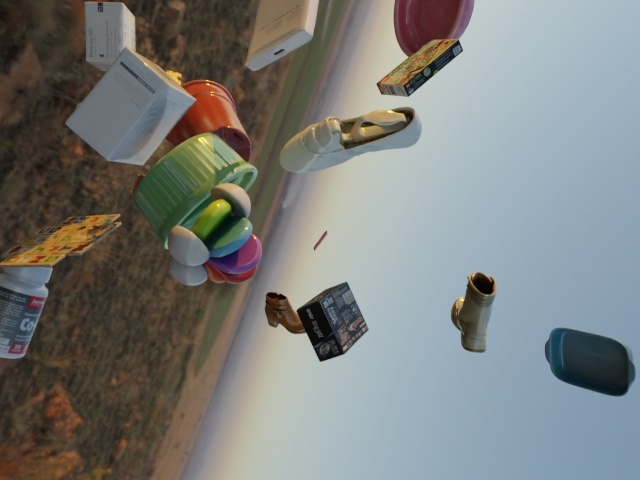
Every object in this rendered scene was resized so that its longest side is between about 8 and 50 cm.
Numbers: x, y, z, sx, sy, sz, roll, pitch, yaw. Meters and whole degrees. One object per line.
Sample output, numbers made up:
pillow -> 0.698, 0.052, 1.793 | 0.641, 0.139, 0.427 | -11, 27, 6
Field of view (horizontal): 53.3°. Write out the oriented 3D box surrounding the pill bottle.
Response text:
pill bottle -> -0.922, 0.195, 1.916 | 0.161, 0.161, 0.283 | 146, -36, -86

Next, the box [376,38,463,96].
box -> 0.253, -0.441, 1.626 | 0.207, 0.036, 0.114 | -42, -148, -16

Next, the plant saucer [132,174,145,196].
plant saucer -> -0.617, -0.184, 2.183 | 0.083, 0.013, 0.083 | -19, -117, 44

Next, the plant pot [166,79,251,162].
plant pot -> -0.367, -0.350, 2.117 | 0.265, 0.272, 0.272 | 54, -46, 42

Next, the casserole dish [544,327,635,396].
casserole dish -> 0.517, 0.226, 1.215 | 0.188, 0.037, 0.114 | 7, -76, 55

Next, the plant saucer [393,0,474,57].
plant saucer -> 0.345, -0.703, 1.903 | 0.332, 0.084, 0.332 | 6, -83, 60

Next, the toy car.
toy car -> -0.163, 0.009, 1.068 | 0.159, 0.136, 0.182 | -49, 171, -29

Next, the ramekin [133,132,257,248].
ramekin -> -0.320, -0.131, 1.607 | 0.303, 0.148, 0.303 | -42, 177, -2

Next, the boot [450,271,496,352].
boot -> 0.367, 0.147, 1.527 | 0.213, 0.077, 0.165 | -82, 176, -67

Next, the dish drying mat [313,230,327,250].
dish drying mat -> 0.000, 0.000, 2.361 | 0.083, 0.008, 0.032 | -54, 164, -20

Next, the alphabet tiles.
alphabet tiles -> -0.751, -0.002, 1.843 | 0.285, 0.342, 0.011 | -51, 131, -49

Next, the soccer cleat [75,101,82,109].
soccer cleat -> -0.668, -0.368, 1.994 | 0.068, 0.196, 0.076 | -52, -150, 16

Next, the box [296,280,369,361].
box -> 0.034, 0.206, 1.643 | 0.077, 0.147, 0.180 | -23, -177, 28

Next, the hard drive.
hard drive -> -0.085, -0.584, 1.587 | 0.203, 0.040, 0.308 | -16, -126, 38

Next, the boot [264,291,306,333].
boot -> -0.115, 0.266, 2.362 | 0.073, 0.197, 0.152 | -71, 163, -51

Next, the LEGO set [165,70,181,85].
LEGO set -> -0.453, -0.435, 1.808 | 0.087, 0.093, 0.227 | -47, -144, 32

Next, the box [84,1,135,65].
box -> -0.656, -0.634, 2.002 | 0.182, 0.119, 0.181 | -125, -145, -83

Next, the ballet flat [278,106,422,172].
ballet flat -> 0.078, -0.287, 1.708 | 0.139, 0.400, 0.139 | 168, -90, -86

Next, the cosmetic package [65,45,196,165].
cosmetic package -> -0.440, -0.306, 1.512 | 0.225, 0.138, 0.224 | -48, 179, 6
